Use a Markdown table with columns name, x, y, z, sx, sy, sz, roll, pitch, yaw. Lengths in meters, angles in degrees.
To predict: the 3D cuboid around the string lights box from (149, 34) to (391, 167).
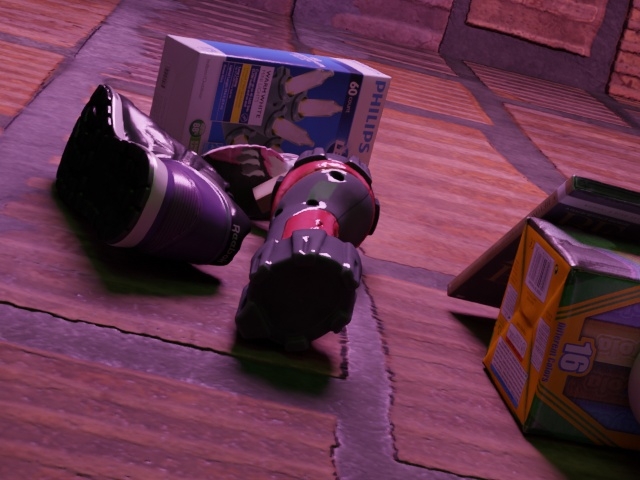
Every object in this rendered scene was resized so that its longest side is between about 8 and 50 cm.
| name | x | y | z | sx | sy | sz | roll | pitch | yaw |
| --- | --- | --- | --- | --- | --- | --- | --- | --- | --- |
| string lights box | -0.057 | -0.141 | 1.461 | 0.260 | 0.133 | 0.077 | 1 | 20 | -37 |

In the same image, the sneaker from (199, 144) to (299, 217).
| name | x | y | z | sx | sy | sz | roll | pitch | yaw |
| --- | --- | --- | --- | --- | --- | --- | --- | --- | --- |
| sneaker | -0.058 | -0.059 | 1.335 | 0.178 | 0.072 | 0.077 | 9 | 2 | -40 |

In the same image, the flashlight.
| name | x | y | z | sx | sy | sz | roll | pitch | yaw |
| --- | --- | --- | --- | --- | --- | --- | --- | --- | --- |
| flashlight | 0.000 | 0.000 | 1.100 | 0.103 | 0.103 | 0.304 | 17 | 15 | -3 |

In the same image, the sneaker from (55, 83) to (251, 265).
| name | x | y | z | sx | sy | sz | roll | pitch | yaw |
| --- | --- | --- | --- | --- | --- | --- | --- | --- | --- |
| sneaker | -0.149 | -0.046 | 1.176 | 0.124 | 0.107 | 0.283 | 23 | 14 | -29 |

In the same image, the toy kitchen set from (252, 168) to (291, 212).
| name | x | y | z | sx | sy | sz | roll | pitch | yaw |
| --- | --- | --- | --- | --- | --- | --- | --- | --- | --- |
| toy kitchen set | -0.016 | -0.034 | 1.295 | 0.075 | 0.083 | 0.068 | -26 | 23 | 1 |

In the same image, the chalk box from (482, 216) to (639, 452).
| name | x | y | z | sx | sy | sz | roll | pitch | yaw |
| --- | --- | --- | --- | --- | --- | --- | --- | --- | --- |
| chalk box | 0.252 | 0.080 | 1.000 | 0.213 | 0.132 | 0.132 | 12 | 15 | -10 |

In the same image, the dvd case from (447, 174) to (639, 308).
| name | x | y | z | sx | sy | sz | roll | pitch | yaw |
| --- | --- | --- | --- | --- | --- | --- | --- | --- | --- |
| dvd case | 0.227 | 0.019 | 1.106 | 0.165 | 0.018 | 0.221 | 14 | -29 | -16 |

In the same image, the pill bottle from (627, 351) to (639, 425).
| name | x | y | z | sx | sy | sz | roll | pitch | yaw |
| --- | --- | --- | --- | --- | --- | --- | --- | --- | --- |
| pill bottle | 0.279 | 0.136 | 0.829 | 0.131 | 0.131 | 0.229 | 11 | 17 | -11 |
